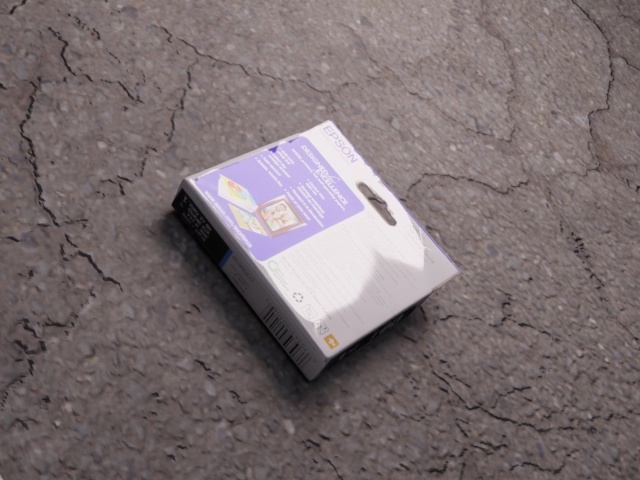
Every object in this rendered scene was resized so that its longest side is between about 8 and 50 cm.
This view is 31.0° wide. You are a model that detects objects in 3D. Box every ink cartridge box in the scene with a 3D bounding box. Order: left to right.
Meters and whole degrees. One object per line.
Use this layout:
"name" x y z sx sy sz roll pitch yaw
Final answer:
"ink cartridge box" 0.000 0.000 1.063 0.208 0.045 0.206 -28 73 -44

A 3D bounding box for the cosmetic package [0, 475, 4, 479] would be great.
"cosmetic package" -0.258 0.191 0.494 0.155 0.365 0.197 -25 70 -46
